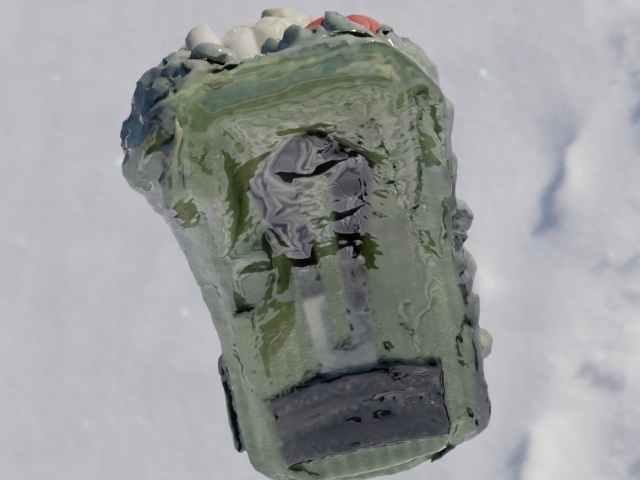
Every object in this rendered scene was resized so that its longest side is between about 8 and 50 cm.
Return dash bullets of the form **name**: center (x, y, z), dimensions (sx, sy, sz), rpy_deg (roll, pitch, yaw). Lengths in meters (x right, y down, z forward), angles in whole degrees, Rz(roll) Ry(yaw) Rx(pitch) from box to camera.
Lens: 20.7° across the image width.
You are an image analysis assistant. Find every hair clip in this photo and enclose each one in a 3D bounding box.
- **hair clip**: center (0.000, -0.001, 0.776), dimensions (0.138, 0.321, 0.091), rpy_deg (-15, 56, -2)
